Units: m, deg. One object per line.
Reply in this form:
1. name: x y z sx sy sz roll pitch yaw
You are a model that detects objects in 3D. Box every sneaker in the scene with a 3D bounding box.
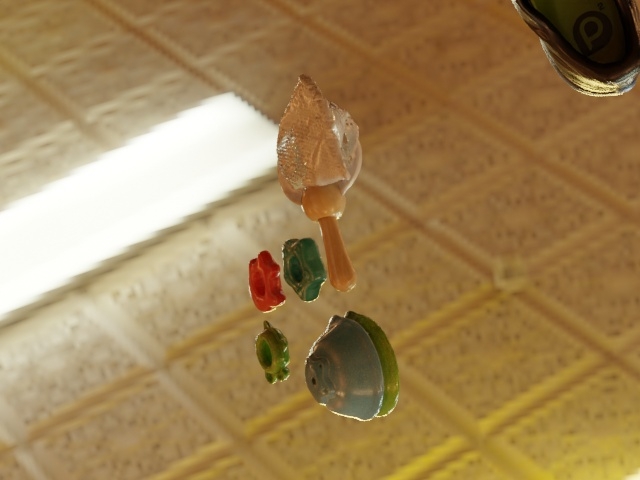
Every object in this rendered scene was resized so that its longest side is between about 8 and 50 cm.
1. sneaker: 0.109 -0.156 0.972 0.067 0.188 0.078 -32 -172 1

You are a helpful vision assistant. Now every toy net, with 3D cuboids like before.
1. toy net: 0.000 0.000 1.241 0.045 0.232 0.122 -13 -154 -28
